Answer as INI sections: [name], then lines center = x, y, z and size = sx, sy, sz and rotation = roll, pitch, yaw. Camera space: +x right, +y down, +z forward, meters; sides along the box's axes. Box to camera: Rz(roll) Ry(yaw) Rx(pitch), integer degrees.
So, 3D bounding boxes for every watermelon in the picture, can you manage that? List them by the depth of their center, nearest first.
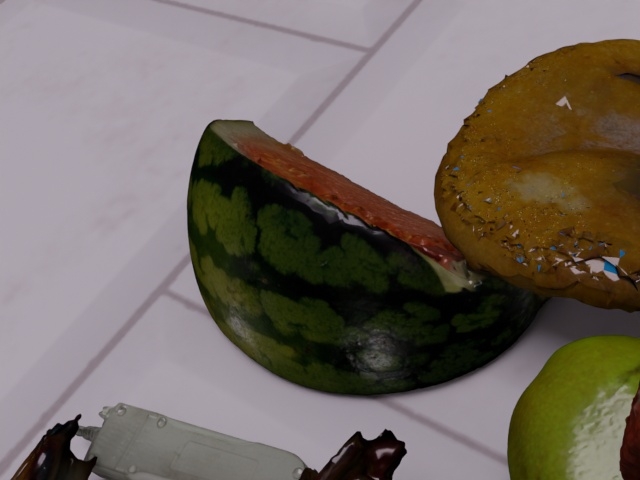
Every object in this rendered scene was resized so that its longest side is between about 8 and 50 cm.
[watermelon]
center = -0.014, -0.011, 0.673
size = 0.159, 0.128, 0.303
rotation = -44, 49, -18

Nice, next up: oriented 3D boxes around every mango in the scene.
[mango]
center = 0.155, 0.122, 0.510
size = 0.117, 0.089, 0.163
rotation = -9, 48, 14

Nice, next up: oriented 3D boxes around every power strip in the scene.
[power strip]
center = -0.083, 0.142, 0.634
size = 0.191, 0.030, 0.047
rotation = 9, 57, 29

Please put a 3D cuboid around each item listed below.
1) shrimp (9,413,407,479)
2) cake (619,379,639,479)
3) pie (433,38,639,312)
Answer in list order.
[shrimp]
center = -0.089, 0.171, 0.566
size = 0.290, 0.054, 0.222
rotation = -39, 54, 2
[cake]
center = 0.257, 0.091, 0.400
size = 0.283, 0.177, 0.151
rotation = 24, 56, 0
[pie]
center = 0.197, -0.040, 0.624
size = 0.273, 0.069, 0.273
rotation = -4, 40, 3
